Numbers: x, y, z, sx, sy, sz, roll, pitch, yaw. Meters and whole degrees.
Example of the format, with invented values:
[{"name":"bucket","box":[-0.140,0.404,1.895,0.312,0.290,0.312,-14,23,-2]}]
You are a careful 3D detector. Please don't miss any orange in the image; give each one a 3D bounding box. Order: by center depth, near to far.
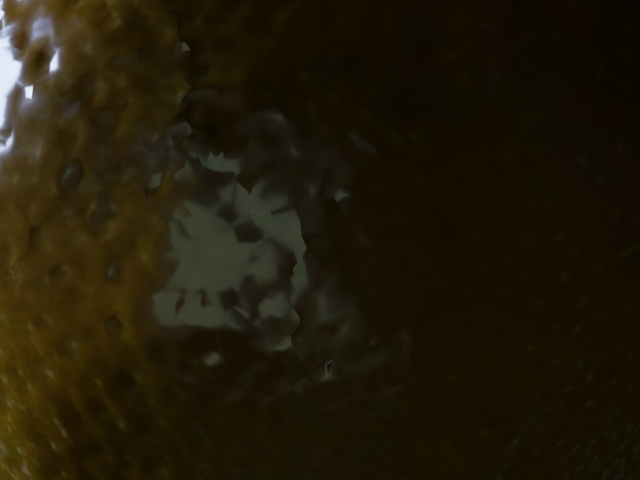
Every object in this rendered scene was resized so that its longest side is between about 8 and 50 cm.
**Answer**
[{"name":"orange","box":[0.000,0.000,0.561,0.264,0.264,0.264,7,110,20]}]
